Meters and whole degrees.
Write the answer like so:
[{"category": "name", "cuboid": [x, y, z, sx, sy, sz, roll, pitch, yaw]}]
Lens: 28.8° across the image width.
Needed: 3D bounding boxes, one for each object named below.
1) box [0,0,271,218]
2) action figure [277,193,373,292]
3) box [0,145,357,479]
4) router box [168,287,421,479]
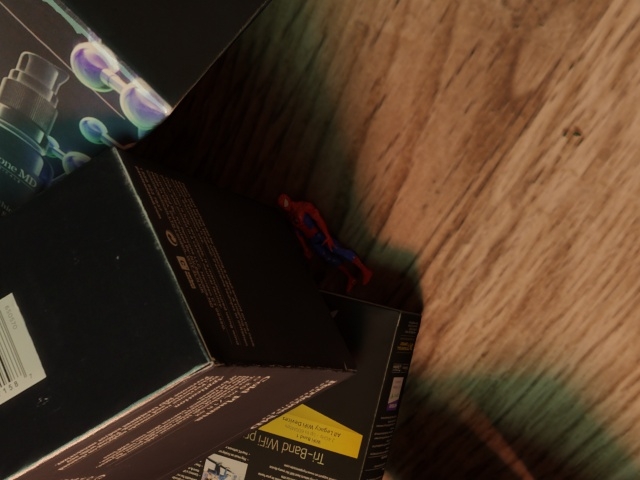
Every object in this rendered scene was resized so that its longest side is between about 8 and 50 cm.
[{"category": "box", "cuboid": [-0.276, -0.168, 1.020, 0.293, 0.212, 0.395, 44, 135, -12]}, {"category": "action figure", "cuboid": [0.000, 0.000, 1.153, 0.115, 0.030, 0.038, 49, 139, -15]}, {"category": "box", "cuboid": [-0.194, 0.108, 1.020, 0.343, 0.312, 0.179, -30, 73, 13]}, {"category": "router box", "cuboid": [-0.082, 0.149, 1.187, 0.308, 0.081, 0.243, 14, 89, 20]}]
